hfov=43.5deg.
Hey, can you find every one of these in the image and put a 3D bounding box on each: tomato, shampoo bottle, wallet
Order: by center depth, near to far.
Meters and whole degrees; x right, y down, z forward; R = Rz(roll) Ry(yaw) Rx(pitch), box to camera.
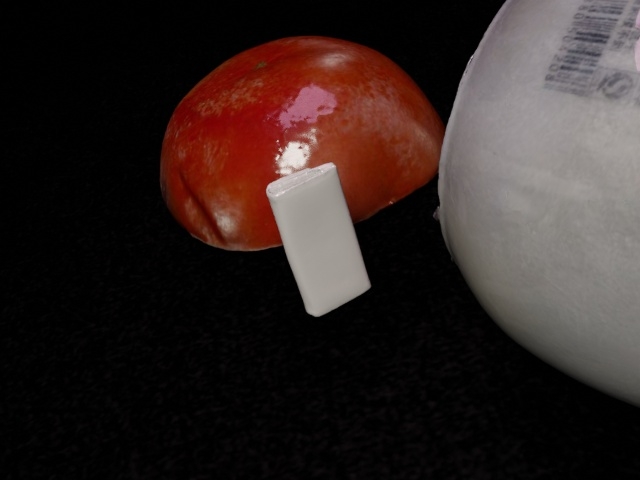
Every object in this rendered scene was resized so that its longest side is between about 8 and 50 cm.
[{"bbox_3d":[0.228,-0.032,0.444,0.266,0.273,0.273,26,50,35],"label":"shampoo bottle"},{"bbox_3d":[0.000,0.000,0.650,0.061,0.122,0.025,-24,31,-10],"label":"wallet"},{"bbox_3d":[-0.036,-0.131,0.868,0.338,0.144,0.338,-14,29,8],"label":"tomato"}]
